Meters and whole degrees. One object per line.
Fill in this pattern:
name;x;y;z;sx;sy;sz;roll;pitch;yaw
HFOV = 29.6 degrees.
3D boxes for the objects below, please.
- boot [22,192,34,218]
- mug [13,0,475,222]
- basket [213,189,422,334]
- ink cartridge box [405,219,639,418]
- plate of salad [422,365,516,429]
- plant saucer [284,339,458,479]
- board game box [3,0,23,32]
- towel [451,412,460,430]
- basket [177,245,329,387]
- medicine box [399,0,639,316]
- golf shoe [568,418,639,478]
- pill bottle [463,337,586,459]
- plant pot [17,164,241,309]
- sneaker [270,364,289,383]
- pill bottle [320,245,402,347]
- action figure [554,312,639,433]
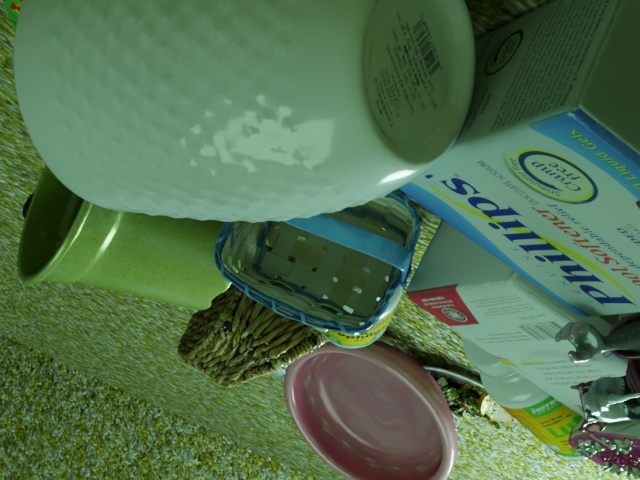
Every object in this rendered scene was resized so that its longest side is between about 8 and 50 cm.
boot;-0.415;-0.008;2.199;0.190;0.076;0.208;15;164;36
mug;-0.061;-0.193;1.016;0.328;0.276;0.374;6;121;38
basket;0.000;0.000;1.460;0.255;0.201;0.289;23;170;13
ink cartridge box;0.288;0.082;1.406;0.306;0.131;0.226;33;159;-20
plate of salad;0.242;0.272;2.072;0.200;0.048;0.200;24;161;9
plant saucer;0.094;0.291;2.091;0.332;0.084;0.332;20;132;24
board game box;-0.280;-0.248;1.432;0.181;0.043;0.092;25;160;5
towel;0.107;0.322;2.260;0.282;0.049;0.187;-19;137;43
basket;-0.077;0.150;1.925;0.223;0.213;0.299;32;160;-12
medicine box;0.248;-0.067;1.052;0.263;0.149;0.289;34;159;-18
golf shoe;0.434;0.212;1.499;0.115;0.140;0.306;36;150;-19
pill bottle;0.301;0.184;1.637;0.136;0.136;0.246;3;150;49
plant pot;-0.244;-0.026;1.676;0.254;0.276;0.276;24;164;-26
sneaker;-0.072;0.204;2.241;0.169;0.108;0.292;23;170;6
pill bottle;0.053;0.071;1.701;0.118;0.117;0.208;25;160;5
action figure;0.404;0.131;1.194;0.370;0.276;0.248;-9;109;49
